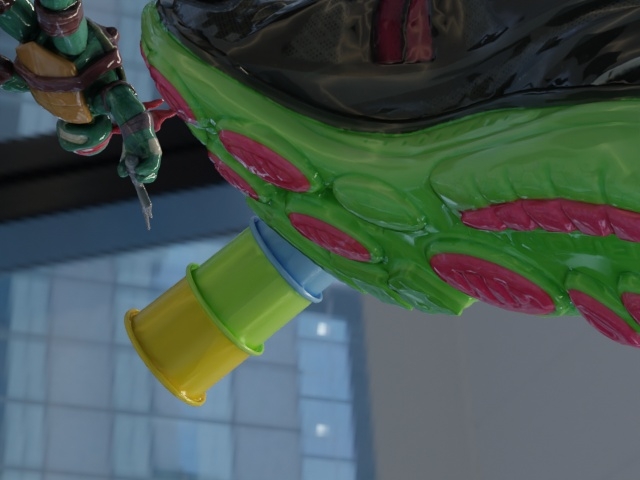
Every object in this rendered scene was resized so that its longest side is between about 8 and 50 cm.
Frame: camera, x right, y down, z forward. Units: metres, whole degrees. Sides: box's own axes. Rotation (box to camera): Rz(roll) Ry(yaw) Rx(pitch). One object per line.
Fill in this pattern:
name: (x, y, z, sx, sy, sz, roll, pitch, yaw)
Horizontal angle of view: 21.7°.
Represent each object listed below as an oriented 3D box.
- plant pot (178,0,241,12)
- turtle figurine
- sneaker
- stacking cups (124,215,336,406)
plant pot: (-0.081, -0.235, 0.672, 0.188, 0.187, 0.167, 132, -32, -52)
turtle figurine: (-0.187, -0.110, 1.140, 0.234, 0.175, 0.118, 74, 26, -46)
sneaker: (0.087, -0.077, 0.865, 0.483, 0.185, 0.202, 16, -119, 46)
stacking cups: (0.000, 0.000, 1.283, 0.316, 0.096, 0.096, -37, -147, 8)
